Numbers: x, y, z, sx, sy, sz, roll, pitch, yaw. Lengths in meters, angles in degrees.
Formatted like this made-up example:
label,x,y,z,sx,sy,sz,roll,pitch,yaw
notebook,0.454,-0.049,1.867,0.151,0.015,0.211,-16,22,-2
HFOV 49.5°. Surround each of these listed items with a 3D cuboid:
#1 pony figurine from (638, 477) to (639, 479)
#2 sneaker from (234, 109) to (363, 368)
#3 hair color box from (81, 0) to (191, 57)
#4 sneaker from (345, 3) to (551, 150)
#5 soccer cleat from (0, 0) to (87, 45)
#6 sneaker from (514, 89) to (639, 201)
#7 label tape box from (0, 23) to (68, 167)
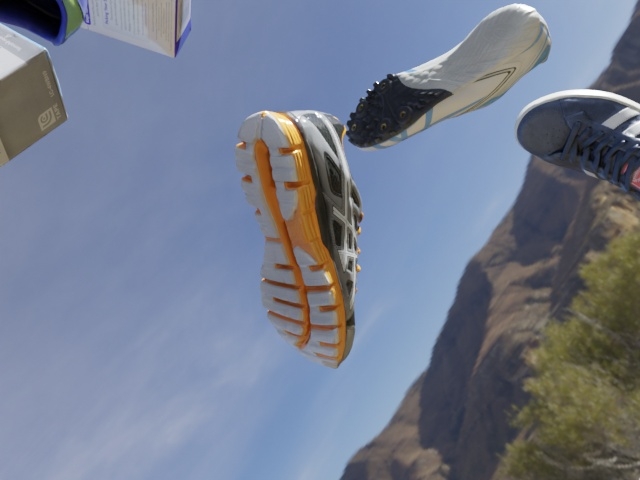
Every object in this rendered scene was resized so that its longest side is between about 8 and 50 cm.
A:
label,x,y,z,sx,sy,sz,roll,pitch,yaw
pony figurine,0.310,0.100,0.274,0.363,0.303,0.351,91,-155,-58
sneaker,0.000,0.000,0.542,0.083,0.084,0.214,-27,-62,-43
hair color box,-0.427,-0.509,1.367,0.185,0.339,0.110,110,176,-56
sneaker,0.136,-0.159,0.747,0.237,0.085,0.086,-29,-36,21
soccer cleat,-0.418,-0.338,0.827,0.289,0.121,0.093,26,-41,-32
sneaker,0.461,-0.119,1.023,0.148,0.350,0.131,-65,-14,-49
label tape box,-0.495,-0.129,0.739,0.347,0.249,0.115,-47,-22,-33
